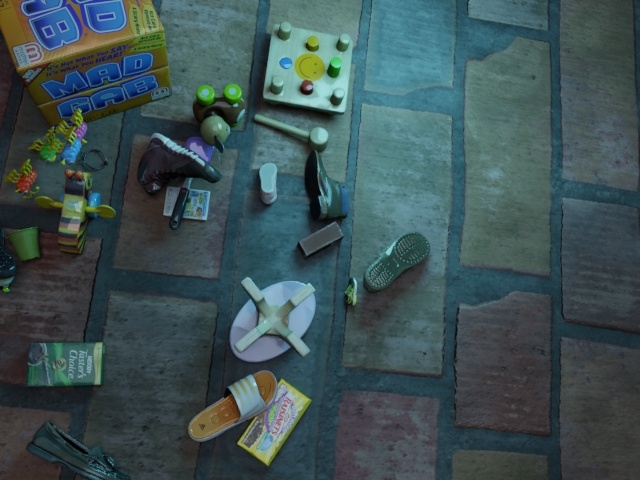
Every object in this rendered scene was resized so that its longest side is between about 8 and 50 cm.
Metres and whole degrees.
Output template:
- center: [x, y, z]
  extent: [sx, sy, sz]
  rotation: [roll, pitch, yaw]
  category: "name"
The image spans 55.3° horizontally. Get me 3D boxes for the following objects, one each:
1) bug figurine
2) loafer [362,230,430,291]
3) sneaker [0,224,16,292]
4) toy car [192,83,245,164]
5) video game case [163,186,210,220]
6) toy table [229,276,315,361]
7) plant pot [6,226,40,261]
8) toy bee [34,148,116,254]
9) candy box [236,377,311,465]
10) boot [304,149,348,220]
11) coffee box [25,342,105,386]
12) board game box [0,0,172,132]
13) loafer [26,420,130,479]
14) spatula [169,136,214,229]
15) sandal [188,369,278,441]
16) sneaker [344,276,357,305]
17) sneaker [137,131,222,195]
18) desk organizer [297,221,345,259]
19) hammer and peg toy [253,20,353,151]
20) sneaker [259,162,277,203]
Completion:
- center: [-0.704, -0.230, 1.618]
  extent: [0.072, 0.278, 0.216]
  rotation: [45, 35, -35]
  category: "bug figurine"
- center: [0.211, 0.062, 1.773]
  extent: [0.268, 0.092, 0.102]
  rotation: [-32, 85, -32]
  category: "loafer"
- center: [-0.859, 0.038, 1.587]
  extent: [0.084, 0.097, 0.235]
  rotation: [-11, 52, -38]
  category: "sneaker"
- center: [-0.282, -0.319, 1.731]
  extent: [0.148, 0.155, 0.189]
  rotation: [-5, 73, -11]
  category: "toy car"
- center: [-0.381, -0.105, 1.745]
  extent: [0.121, 0.011, 0.087]
  rotation: [6, 75, -8]
  category: "video game case"
- center: [-0.124, 0.209, 1.640]
  extent: [0.252, 0.161, 0.274]
  rotation: [39, 74, 1]
  category: "toy table"
- center: [-0.776, 0.013, 1.617]
  extent: [0.083, 0.083, 0.079]
  rotation: [-16, 92, -13]
  category: "plant pot"
- center: [-0.657, -0.120, 1.623]
  extent: [0.195, 0.162, 0.299]
  rotation: [-13, 79, -11]
  category: "toy bee"
- center: [-0.123, 0.485, 1.641]
  extent: [0.105, 0.027, 0.206]
  rotation: [36, 73, -2]
  category: "candy box"
- center: [0.019, -0.159, 1.811]
  extent: [0.106, 0.082, 0.220]
  rotation: [5, 70, -31]
  category: "boot"
- center: [-0.655, 0.319, 1.578]
  extent: [0.184, 0.040, 0.113]
  rotation: [2, 76, -10]
  category: "coffee box"
- center: [-0.637, -0.565, 1.631]
  extent: [0.356, 0.356, 0.357]
  rotation: [-22, 81, -14]
  category: "board game box"
- center: [-0.588, 0.534, 1.515]
  extent: [0.267, 0.096, 0.084]
  rotation: [24, 68, -2]
  category: "loafer"
- center: [-0.378, -0.163, 1.739]
  extent: [0.084, 0.030, 0.297]
  rotation: [15, 65, -6]
  category: "spatula"
- center: [-0.227, 0.432, 1.597]
  extent: [0.265, 0.076, 0.102]
  rotation: [-32, 63, -16]
  category: "sandal"
- center: [0.086, 0.146, 1.758]
  extent: [0.035, 0.031, 0.084]
  rotation: [2, 76, -9]
  category: "sneaker"
- center: [-0.403, -0.178, 1.687]
  extent: [0.281, 0.106, 0.163]
  rotation: [31, 84, 34]
  category: "sneaker"
- center: [0.000, 0.000, 1.770]
  extent: [0.130, 0.047, 0.050]
  rotation: [-28, 80, -15]
  category: "desk organizer"
- center: [-0.047, -0.467, 1.830]
  extent: [0.265, 0.127, 0.362]
  rotation: [9, 75, -8]
  category: "hammer and peg toy"
- center: [-0.153, -0.162, 1.786]
  extent: [0.050, 0.070, 0.134]
  rotation: [0, 47, -1]
  category: "sneaker"
